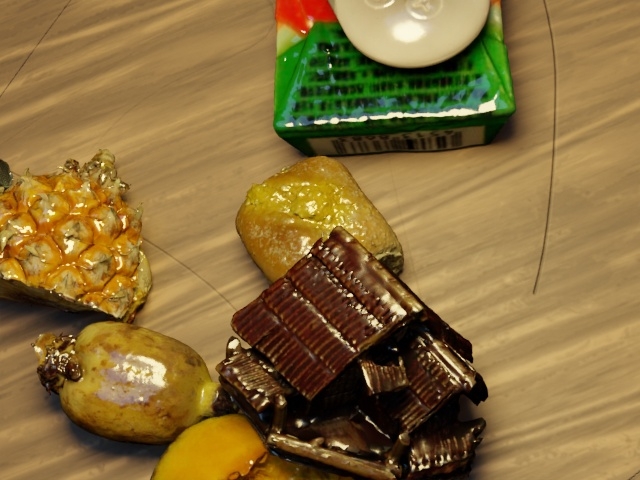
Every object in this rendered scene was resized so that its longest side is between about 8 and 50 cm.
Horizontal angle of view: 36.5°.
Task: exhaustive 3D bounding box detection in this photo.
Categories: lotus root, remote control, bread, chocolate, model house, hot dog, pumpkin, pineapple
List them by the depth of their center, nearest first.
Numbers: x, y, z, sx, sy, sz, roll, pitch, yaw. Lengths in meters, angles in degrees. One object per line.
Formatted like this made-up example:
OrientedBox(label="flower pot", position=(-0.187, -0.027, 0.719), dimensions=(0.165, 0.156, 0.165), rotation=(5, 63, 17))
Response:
OrientedBox(label="model house", position=(0.061, 0.166, 1.261), dimensions=(0.297, 0.283, 0.317), rotation=(-20, 55, -34))
OrientedBox(label="pumpkin", position=(-0.099, 0.349, 1.370), dimensions=(0.312, 0.169, 0.148), rotation=(1, 33, -11))
OrientedBox(label="remote control", position=(0.113, -0.393, 1.429), dimensions=(0.221, 0.103, 0.332), rotation=(-23, 63, -3))
OrientedBox(label="lotus root", position=(-0.269, 0.215, 1.432), dimensions=(0.314, 0.141, 0.169), rotation=(15, 76, 6))
OrientedBox(label="bread", position=(0.000, 0.000, 1.439), dimensions=(0.195, 0.176, 0.246), rotation=(-37, 68, -2))
OrientedBox(label="pineapple", position=(-0.427, -0.053, 1.487), dimensions=(0.344, 0.209, 0.286), rotation=(6, 69, 29))
OrientedBox(label="hot dog", position=(-0.299, 0.063, 1.532), dimensions=(0.078, 0.061, 0.169), rotation=(-33, 47, 44))
OrientedBox(label="chocolate", position=(0.115, -0.305, 1.537), dimensions=(0.360, 0.161, 0.341), rotation=(-3, 70, 9))

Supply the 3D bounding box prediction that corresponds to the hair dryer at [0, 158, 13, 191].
OrientedBox(label="hair dryer", position=(-0.631, -0.024, 1.570), dimensions=(0.235, 0.091, 0.272), rotation=(-16, 39, 13))
